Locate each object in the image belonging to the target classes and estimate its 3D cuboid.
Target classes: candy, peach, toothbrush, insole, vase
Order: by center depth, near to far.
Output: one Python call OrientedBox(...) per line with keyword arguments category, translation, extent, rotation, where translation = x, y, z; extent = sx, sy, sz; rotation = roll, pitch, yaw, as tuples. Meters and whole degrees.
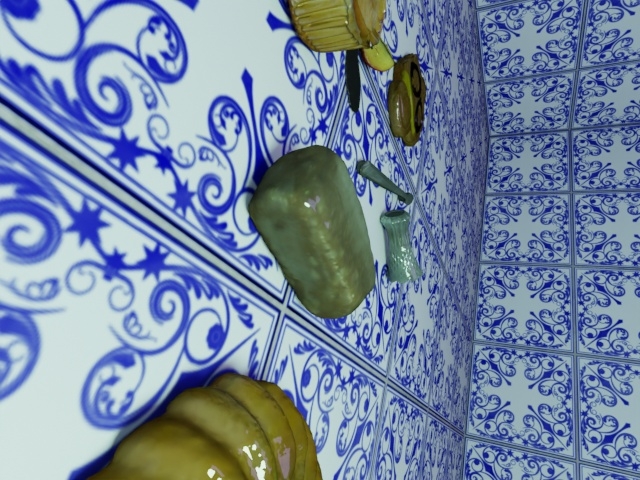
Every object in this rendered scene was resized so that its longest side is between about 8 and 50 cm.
OrientedBox(category="candy", translation=(0.000, 0.000, 0.511), extent=(0.233, 0.103, 0.104), rotation=(64, 38, -40))
OrientedBox(category="insole", translation=(0.057, -0.319, 0.709), extent=(0.064, 0.004, 0.188), rotation=(-11, 101, -63))
OrientedBox(category="peach", translation=(0.100, -0.345, 0.739), extent=(0.077, 0.050, 0.083), rotation=(62, 19, -1))
OrientedBox(category="toothbrush", translation=(0.142, -0.118, 0.860), extent=(0.297, 0.031, 0.030), rotation=(14, 97, -60))
OrientedBox(category="vase", translation=(0.172, 0.009, 0.874), extent=(0.081, 0.081, 0.148), rotation=(-41, 124, -55))

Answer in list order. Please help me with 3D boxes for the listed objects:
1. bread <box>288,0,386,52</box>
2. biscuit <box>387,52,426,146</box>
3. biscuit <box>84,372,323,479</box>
OrientedBox(category="bread", translation=(0.020, -0.354, 0.535), extent=(0.199, 0.104, 0.198), rotation=(4, 90, -67))
OrientedBox(category="biscuit", translation=(0.226, -0.343, 0.997), extent=(0.290, 0.041, 0.208), rotation=(-53, 137, -48))
OrientedBox(category="biscuit", translation=(-0.090, 0.289, 0.359), extent=(0.326, 0.107, 0.324), rotation=(-6, 96, -59))
